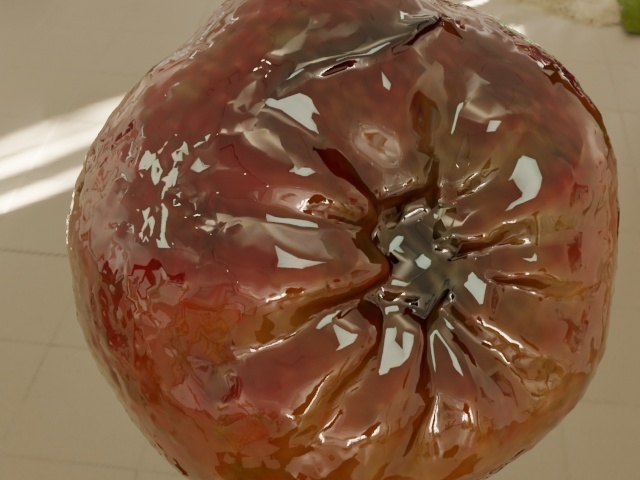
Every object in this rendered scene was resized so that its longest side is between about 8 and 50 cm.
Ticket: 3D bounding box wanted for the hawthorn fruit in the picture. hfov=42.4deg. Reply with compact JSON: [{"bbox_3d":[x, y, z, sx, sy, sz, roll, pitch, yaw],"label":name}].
[{"bbox_3d":[0.000,0.000,0.640,0.402,0.403,0.403,0,43,0],"label":"hawthorn fruit"}]
